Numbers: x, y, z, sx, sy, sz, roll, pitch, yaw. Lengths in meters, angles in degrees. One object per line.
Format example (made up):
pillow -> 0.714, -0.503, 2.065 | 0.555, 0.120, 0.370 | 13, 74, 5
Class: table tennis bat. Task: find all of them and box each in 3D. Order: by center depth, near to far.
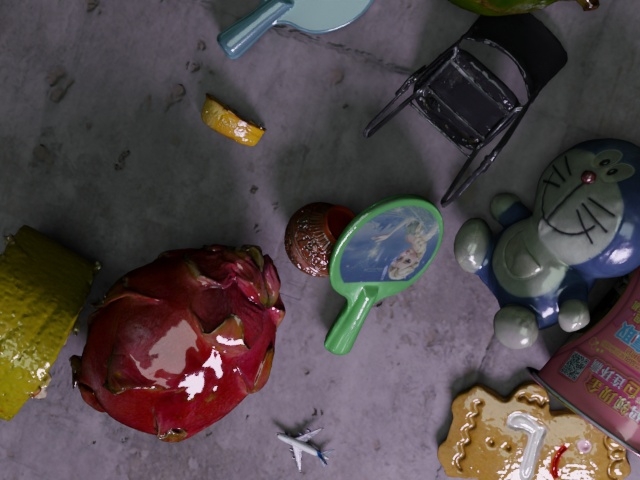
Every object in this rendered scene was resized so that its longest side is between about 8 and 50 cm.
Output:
table tennis bat -> -0.032, -0.313, 1.367 | 0.237, 0.038, 0.149 | -38, 95, 10
table tennis bat -> 0.067, 0.047, 1.386 | 0.160, 0.039, 0.257 | 3, 127, -35

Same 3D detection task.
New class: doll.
doll -> 0.301, -0.005, 1.297 | 0.154, 0.228, 0.258 | 18, 124, -34

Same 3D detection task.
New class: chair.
chair -> 0.185, -0.178, 1.327 | 0.140, 0.221, 0.145 | 42, 147, -1

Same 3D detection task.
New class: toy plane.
toy plane -> -0.023, 0.285, 1.488 | 0.084, 0.024, 0.078 | 29, 109, 9

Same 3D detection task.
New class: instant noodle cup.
instant noodle cup -> 0.414, 0.125, 1.296 | 0.244, 0.244, 0.255 | 34, 96, 1

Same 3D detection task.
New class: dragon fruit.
dragon fruit -> -0.182, 0.135, 1.378 | 0.315, 0.250, 0.250 | -21, 97, 5

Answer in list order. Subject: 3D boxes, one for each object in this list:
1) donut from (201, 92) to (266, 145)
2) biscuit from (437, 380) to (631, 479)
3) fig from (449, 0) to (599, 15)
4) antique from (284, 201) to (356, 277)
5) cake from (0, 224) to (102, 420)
donut -> -0.118, -0.154, 1.415 | 0.083, 0.067, 0.038 | 26, 99, -29
biscuit -> 0.285, 0.282, 1.433 | 0.248, 0.035, 0.184 | 18, 104, 5
fig -> 0.231, -0.346, 1.263 | 0.244, 0.195, 0.195 | 21, 107, -32
antique -> 0.000, 0.000, 1.391 | 0.104, 0.104, 0.104 | 2, 101, 9
cake -> -0.383, 0.094, 1.383 | 0.156, 0.260, 0.179 | 36, 117, -17
